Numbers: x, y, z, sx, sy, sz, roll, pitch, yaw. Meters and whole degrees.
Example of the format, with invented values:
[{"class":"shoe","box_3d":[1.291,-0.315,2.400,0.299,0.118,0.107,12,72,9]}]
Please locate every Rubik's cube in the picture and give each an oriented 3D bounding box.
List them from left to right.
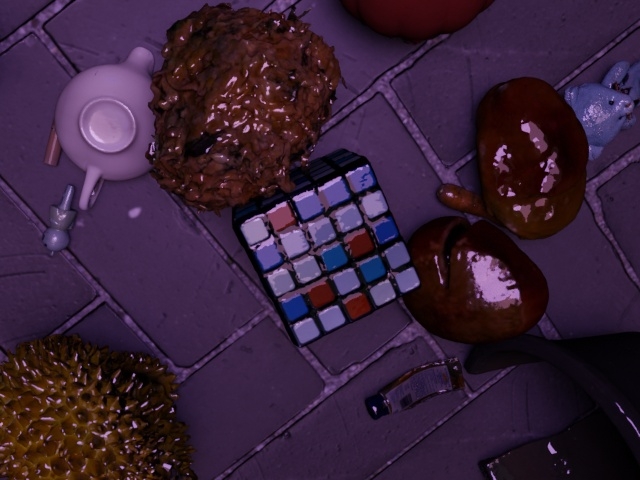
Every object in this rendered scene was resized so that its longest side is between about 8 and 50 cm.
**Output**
[{"class":"Rubik's cube","box_3d":[0.000,0.000,0.743,0.184,0.187,0.182,-24,105,-1]}]

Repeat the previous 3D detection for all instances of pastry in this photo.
[{"class":"pastry","box_3d":[-0.107,-0.157,0.650,0.275,0.275,0.193,-43,122,1]}]

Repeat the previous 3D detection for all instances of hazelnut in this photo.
[{"class":"hazelnut","box_3d":[0.215,0.058,0.792,0.203,0.178,0.178,13,102,31]}]

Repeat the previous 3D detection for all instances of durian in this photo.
[{"class":"durian","box_3d":[-0.292,0.250,0.720,0.258,0.258,0.293,-26,100,-3]}]

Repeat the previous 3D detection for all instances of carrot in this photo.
[{"class":"carrot","box_3d":[0.248,-0.048,0.851,0.165,0.035,0.036,19,98,-15]}]

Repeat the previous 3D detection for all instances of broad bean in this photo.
[{"class":"broad bean","box_3d":[0.295,-0.114,0.792,0.156,0.122,0.229,-12,92,-21]}]

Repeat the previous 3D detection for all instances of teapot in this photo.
[{"class":"teapot","box_3d":[-0.269,-0.140,0.723,0.145,0.092,0.226,25,100,-12]}]

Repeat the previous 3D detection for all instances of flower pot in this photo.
[{"class":"flower pot","box_3d":[0.424,0.281,0.823,0.251,0.379,0.380,-16,104,-22]}]

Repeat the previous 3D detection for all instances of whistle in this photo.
[{"class":"whistle","box_3d":[-0.350,-0.027,0.759,0.035,0.035,0.100,17,96,-12]}]

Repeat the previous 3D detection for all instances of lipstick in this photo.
[{"class":"lipstick","box_3d":[-0.346,-0.145,0.743,0.018,0.019,0.094,15,98,-12]}]

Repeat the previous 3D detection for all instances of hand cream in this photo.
[{"class":"hand cream","box_3d":[0.150,0.238,0.895,0.163,0.039,0.062,-19,102,-11]}]

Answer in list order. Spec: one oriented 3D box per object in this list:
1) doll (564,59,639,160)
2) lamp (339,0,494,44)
[{"class":"doll","box_3d":[0.443,-0.205,0.828,0.179,0.075,0.120,-30,108,-2]},{"class":"lamp","box_3d":[0.118,-0.348,0.687,0.226,0.227,0.227,-2,102,-9]}]
